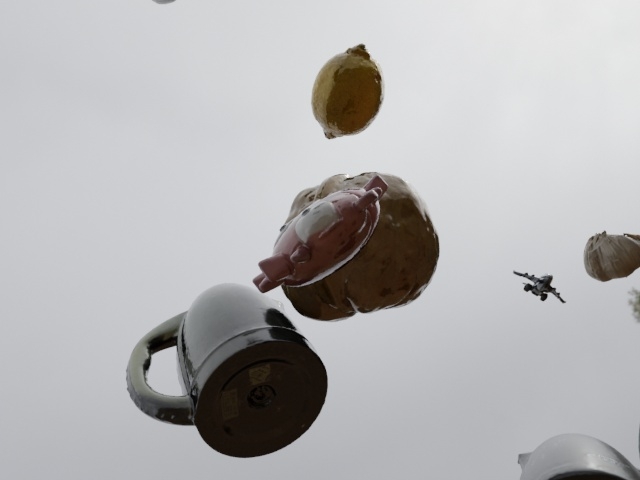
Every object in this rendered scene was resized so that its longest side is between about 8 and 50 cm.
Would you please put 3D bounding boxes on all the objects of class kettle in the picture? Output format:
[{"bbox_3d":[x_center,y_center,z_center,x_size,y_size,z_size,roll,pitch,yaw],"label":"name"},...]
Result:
[{"bbox_3d":[-0.187,0.208,1.048,0.321,0.324,0.228,-17,-62,-16],"label":"kettle"},{"bbox_3d":[0.453,0.422,0.930,0.290,0.268,0.207,-5,-76,-71],"label":"kettle"}]

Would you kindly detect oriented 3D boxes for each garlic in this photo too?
[{"bbox_3d":[0.508,0.027,0.991,0.113,0.074,0.094,-33,-58,1],"label":"garlic"}]

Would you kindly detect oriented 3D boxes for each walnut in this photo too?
[{"bbox_3d":[0.067,0.009,1.065,0.296,0.285,0.285,-10,-39,24],"label":"walnut"}]

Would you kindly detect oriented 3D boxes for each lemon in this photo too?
[{"bbox_3d":[0.071,-0.374,1.485,0.188,0.188,0.256,3,-57,-34],"label":"lemon"}]

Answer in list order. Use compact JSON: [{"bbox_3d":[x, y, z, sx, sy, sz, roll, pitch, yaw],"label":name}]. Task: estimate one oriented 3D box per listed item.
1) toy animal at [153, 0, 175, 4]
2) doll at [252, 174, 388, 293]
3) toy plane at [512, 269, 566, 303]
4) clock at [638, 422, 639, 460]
[{"bbox_3d":[-0.229,-0.649,1.171,0.368,0.241,0.196,-38,-77,-30],"label":"toy animal"},{"bbox_3d":[0.000,0.000,0.772,0.211,0.093,0.262,-39,0,-29],"label":"doll"},{"bbox_3d":[0.292,0.060,0.769,0.031,0.079,0.083,-57,-14,-3],"label":"toy plane"},{"bbox_3d":[0.378,0.177,0.459,0.049,0.226,0.226,27,-73,-42],"label":"clock"}]
